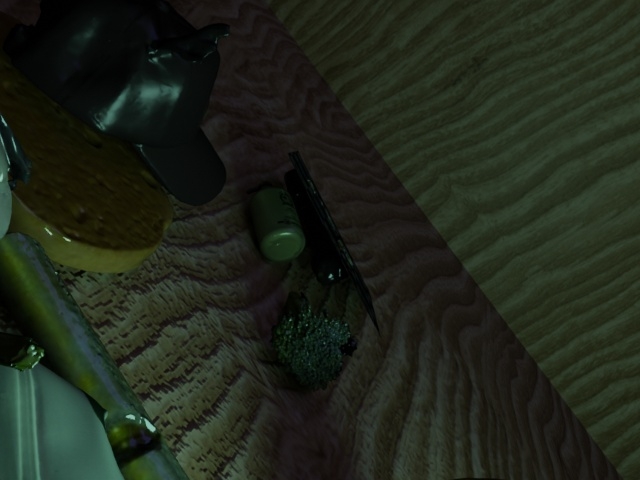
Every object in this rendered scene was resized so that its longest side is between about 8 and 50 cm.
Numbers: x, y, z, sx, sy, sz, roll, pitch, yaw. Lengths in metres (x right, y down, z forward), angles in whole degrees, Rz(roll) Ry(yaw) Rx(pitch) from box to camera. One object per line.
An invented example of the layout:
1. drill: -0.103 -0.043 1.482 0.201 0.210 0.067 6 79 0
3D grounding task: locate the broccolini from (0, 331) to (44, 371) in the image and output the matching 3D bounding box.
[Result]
1. broccolini: -0.246 0.062 0.413 0.058 0.201 0.074 -31 112 -52

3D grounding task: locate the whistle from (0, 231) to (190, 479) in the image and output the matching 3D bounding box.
1. whistle: -0.197 0.137 0.618 0.326 0.057 0.068 55 -27 5

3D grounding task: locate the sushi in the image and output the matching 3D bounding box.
1. sushi: 0.000 0.000 1.308 0.343 0.064 0.359 63 4 -7

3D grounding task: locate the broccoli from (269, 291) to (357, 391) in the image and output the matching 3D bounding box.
1. broccoli: -0.023 0.131 1.026 0.122 0.118 0.204 35 7 -20

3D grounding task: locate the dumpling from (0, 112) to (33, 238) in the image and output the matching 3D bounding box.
1. dumpling: -0.349 -0.106 0.517 0.293 0.163 0.204 58 16 -6

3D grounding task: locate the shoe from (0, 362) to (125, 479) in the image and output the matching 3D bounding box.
1. shoe: -0.167 0.229 0.424 0.160 0.132 0.363 41 18 -49

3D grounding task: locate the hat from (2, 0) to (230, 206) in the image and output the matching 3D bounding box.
1. hat: -0.185 -0.215 0.872 0.336 0.209 0.238 39 19 -42

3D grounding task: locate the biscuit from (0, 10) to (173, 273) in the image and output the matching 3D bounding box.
1. biscuit: -0.301 -0.107 0.802 0.312 0.057 0.351 32 28 -52

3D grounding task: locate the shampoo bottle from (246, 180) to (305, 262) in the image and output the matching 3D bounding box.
1. shampoo bottle: -0.080 -0.042 1.206 0.079 0.079 0.162 37 25 -43

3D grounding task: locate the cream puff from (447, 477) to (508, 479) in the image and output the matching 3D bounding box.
1. cream puff: 0.158 0.406 0.681 0.257 0.291 0.324 14 76 -38
